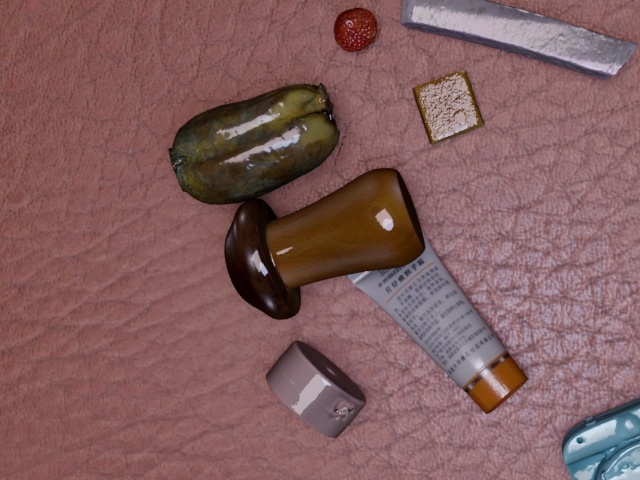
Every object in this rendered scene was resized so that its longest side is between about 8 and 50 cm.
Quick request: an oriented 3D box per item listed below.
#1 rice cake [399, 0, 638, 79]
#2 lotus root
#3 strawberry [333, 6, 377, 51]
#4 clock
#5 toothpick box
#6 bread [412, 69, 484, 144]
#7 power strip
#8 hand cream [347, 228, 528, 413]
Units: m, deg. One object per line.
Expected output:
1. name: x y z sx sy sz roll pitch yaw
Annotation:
1. rice cake: 0.298 -0.321 1.753 0.364 0.056 0.073 17 87 11
2. lotus root: -0.102 -0.145 1.779 0.274 0.160 0.152 -18 90 8
3. strawberry: 0.051 -0.336 1.791 0.073 0.083 0.073 -5 75 18
4. clock: 0.503 0.371 1.694 0.223 0.094 0.274 -26 84 11
5. toothpick box: 0.000 0.000 1.741 0.294 0.192 0.192 -20 86 11
6. bread: 0.199 -0.207 1.783 0.090 0.035 0.095 -19 86 11
7. power strip: -0.006 0.231 1.762 0.154 0.154 0.078 42 95 8
8. hand cream: 0.181 0.125 1.762 0.139 0.089 0.314 -38 77 4
